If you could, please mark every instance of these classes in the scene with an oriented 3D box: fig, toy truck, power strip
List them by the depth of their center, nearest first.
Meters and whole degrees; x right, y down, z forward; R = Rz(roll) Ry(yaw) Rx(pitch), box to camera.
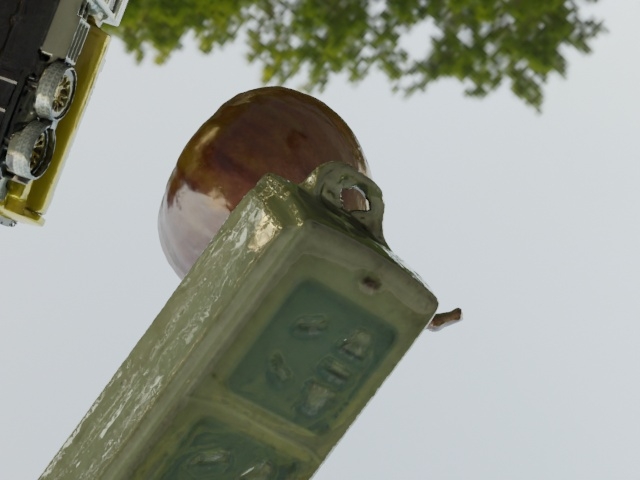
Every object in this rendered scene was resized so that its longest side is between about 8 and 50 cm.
[{"bbox_3d":[-0.056,0.093,0.475,0.078,0.272,0.052,33,-172,-33],"label":"power strip"},{"bbox_3d":[-0.028,-0.006,0.852,0.148,0.149,0.202,-36,-61,-29],"label":"fig"},{"bbox_3d":[-0.194,-0.124,0.867,0.098,0.227,0.114,19,176,9],"label":"toy truck"}]
